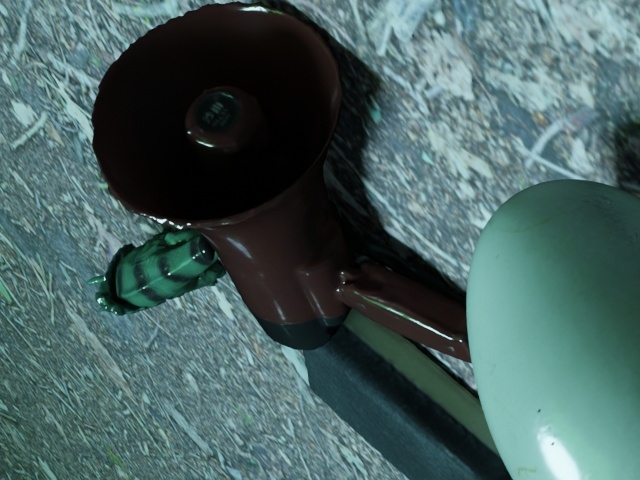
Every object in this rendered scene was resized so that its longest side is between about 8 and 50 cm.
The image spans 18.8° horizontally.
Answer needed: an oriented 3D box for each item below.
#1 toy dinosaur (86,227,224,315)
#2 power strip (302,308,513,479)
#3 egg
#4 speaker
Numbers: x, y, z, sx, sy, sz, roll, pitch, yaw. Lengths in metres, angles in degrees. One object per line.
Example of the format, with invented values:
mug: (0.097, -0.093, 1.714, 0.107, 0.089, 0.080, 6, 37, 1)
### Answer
toy dinosaur: (-0.144, 0.021, 1.977, 0.292, 0.120, 0.079, -23, 92, 46)
power strip: (0.081, 0.149, 1.682, 0.256, 0.070, 0.105, 39, 154, 31)
egg: (0.187, 0.084, 1.157, 0.264, 0.183, 0.183, 61, 161, 5)
speaker: (0.000, -0.024, 1.537, 0.259, 0.198, 0.329, -3, 150, 20)
